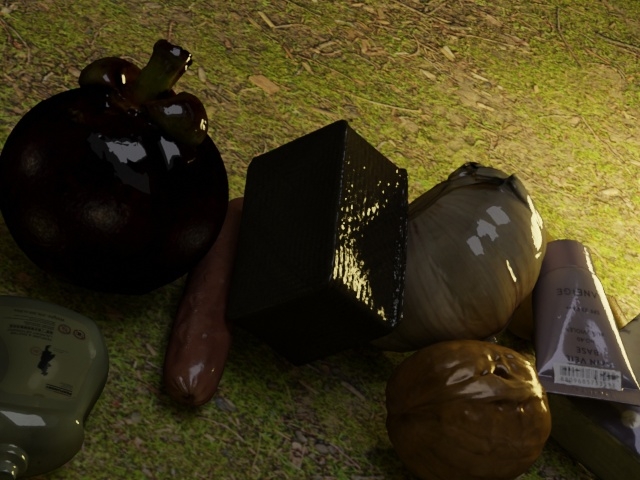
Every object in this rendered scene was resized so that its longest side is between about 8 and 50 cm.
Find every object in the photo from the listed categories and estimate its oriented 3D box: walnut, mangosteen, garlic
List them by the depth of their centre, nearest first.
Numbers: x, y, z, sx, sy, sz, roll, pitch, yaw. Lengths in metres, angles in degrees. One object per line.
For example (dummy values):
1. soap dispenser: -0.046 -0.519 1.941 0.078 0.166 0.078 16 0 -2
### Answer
1. mangosteen: -0.253 -0.075 1.863 0.297 0.293 0.297 28 46 -34
2. walnut: 0.187 0.224 1.887 0.222 0.195 0.195 8 39 -35
3. garlic: 0.171 0.038 2.025 0.241 0.322 0.322 50 38 15

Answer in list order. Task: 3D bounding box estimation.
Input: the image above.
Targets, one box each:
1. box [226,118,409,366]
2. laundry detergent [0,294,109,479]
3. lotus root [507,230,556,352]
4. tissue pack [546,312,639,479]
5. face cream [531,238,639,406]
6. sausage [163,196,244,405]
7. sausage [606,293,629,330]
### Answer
1. box: 0.002 0.001 1.914 0.143 0.184 0.273 39 43 -37
2. laundry detergent: -0.337 0.175 1.649 0.181 0.091 0.253 19 35 -12
3. lotus root: 0.325 0.058 2.255 0.146 0.130 0.303 8 39 -27
4. tissue pack: 0.512 0.216 2.081 0.344 0.125 0.242 -34 57 -29
5. face cream: 0.353 0.120 2.037 0.154 0.096 0.273 11 41 -13
6. sausage: -0.139 0.068 1.942 0.088 0.088 0.433 25 36 -7
7. sausage: 0.490 0.238 2.199 0.082 0.082 0.371 7 41 -30
